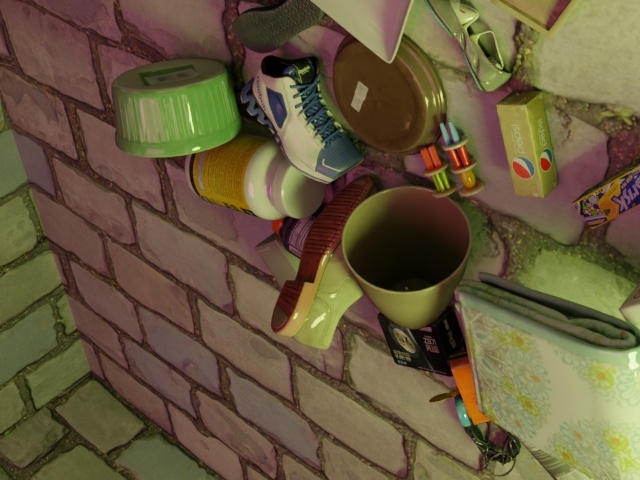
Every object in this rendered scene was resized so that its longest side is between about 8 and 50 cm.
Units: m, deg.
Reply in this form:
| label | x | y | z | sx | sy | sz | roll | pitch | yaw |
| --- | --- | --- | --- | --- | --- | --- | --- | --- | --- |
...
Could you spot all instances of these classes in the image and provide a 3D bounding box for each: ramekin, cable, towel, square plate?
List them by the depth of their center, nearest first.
| label | x | y | z | sx | sy | sz | roll | pitch | yaw |
| --- | --- | --- | --- | --- | --- | --- | --- | --- | --- |
| towel | 0.402 | 0.239 | 1.401 | 0.374 | 0.090 | 0.320 | 24 | 139 | 50 |
| square plate | 0.060 | -0.542 | 1.414 | 0.344 | 0.049 | 0.347 | 43 | 145 | 17 |
| ramekin | -0.339 | -0.319 | 1.886 | 0.303 | 0.303 | 0.148 | 19 | 127 | 39 |
| cable | 0.416 | 0.462 | 1.943 | 0.151 | 0.047 | 0.184 | -9 | 111 | 47 |

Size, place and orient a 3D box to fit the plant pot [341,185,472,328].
| label | x | y | z | sx | sy | sz | roll | pitch | yaw |
| --- | --- | --- | --- | --- | --- | --- | --- | --- | --- |
| plant pot | 0.186 | 0.067 | 1.696 | 0.256 | 0.256 | 0.274 | 32 | 157 | 26 |

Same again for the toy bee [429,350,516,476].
| label | x | y | z | sx | sy | sz | roll | pitch | yaw |
| --- | --- | --- | --- | --- | --- | --- | --- | --- | --- |
| toy bee | 0.342 | 0.358 | 1.820 | 0.195 | 0.162 | 0.298 | 1 | 113 | 3 |

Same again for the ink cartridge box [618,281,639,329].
| label | x | y | z | sx | sy | sz | roll | pitch | yaw |
| --- | --- | --- | --- | --- | --- | --- | --- | --- | --- |
| ink cartridge box | 0.640 | 0.098 | 1.202 | 0.197 | 0.198 | 0.270 | 54 | 146 | -3 |

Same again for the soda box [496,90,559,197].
| label | x | y | z | sx | sy | sz | roll | pitch | yaw |
| --- | --- | --- | --- | --- | --- | --- | --- | --- | --- |
| soda box | 0.362 | -0.167 | 1.409 | 0.061 | 0.058 | 0.181 | 10 | 129 | 45 |

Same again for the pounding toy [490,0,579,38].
| label | x | y | z | sx | sy | sz | roll | pitch | yaw |
| --- | --- | --- | --- | --- | --- | --- | --- | --- | --- |
| pounding toy | 0.329 | -0.392 | 1.225 | 0.130 | 0.100 | 0.141 | 33 | 147 | 2 |

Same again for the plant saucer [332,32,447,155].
| label | x | y | z | sx | sy | sz | roll | pitch | yaw |
| --- | --- | --- | --- | --- | --- | --- | --- | --- | --- |
| plant saucer | 0.124 | -0.286 | 1.595 | 0.278 | 0.041 | 0.277 | 31 | 142 | 28 |

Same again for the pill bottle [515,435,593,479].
| label | x | y | z | sx | sy | sz | roll | pitch | yaw |
| --- | --- | --- | --- | --- | --- | --- | --- | --- | --- |
| pill bottle | 0.484 | 0.365 | 1.648 | 0.318 | 0.176 | 0.176 | 49 | 146 | 5 |

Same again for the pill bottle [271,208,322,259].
| label | x | y | z | sx | sy | sz | roll | pitch | yaw |
| --- | --- | --- | --- | --- | --- | --- | --- | --- | --- |
| pill bottle | 0.000 | 0.000 | 1.921 | 0.246 | 0.130 | 0.130 | 33 | 142 | 26 |

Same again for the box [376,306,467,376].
| label | x | y | z | sx | sy | sz | roll | pitch | yaw |
| --- | --- | --- | --- | --- | --- | --- | --- | --- | --- |
| box | 0.240 | 0.225 | 1.893 | 0.180 | 0.077 | 0.147 | 6 | 125 | 47 |

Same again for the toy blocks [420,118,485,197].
| label | x | y | z | sx | sy | sz | roll | pitch | yaw |
| --- | --- | --- | --- | --- | --- | --- | --- | --- | --- |
| toy blocks | 0.241 | -0.159 | 1.559 | 0.123 | 0.054 | 0.148 | 0 | 121 | 49 |

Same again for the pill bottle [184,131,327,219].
| label | x | y | z | sx | sy | sz | roll | pitch | yaw |
| --- | --- | --- | --- | --- | --- | --- | --- | --- | --- |
| pill bottle | -0.151 | -0.152 | 1.899 | 0.334 | 0.188 | 0.187 | 18 | 133 | 42 |

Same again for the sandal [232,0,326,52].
| label | x | y | z | sx | sy | sz | roll | pitch | yaw |
| --- | --- | --- | --- | --- | --- | --- | --- | --- | --- |
| sandal | -0.079 | -0.456 | 1.675 | 0.255 | 0.054 | 0.097 | -7 | 123 | 41 |

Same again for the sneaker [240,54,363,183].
| label | x | y | z | sx | sy | sz | roll | pitch | yaw |
| --- | --- | --- | --- | --- | --- | --- | --- | --- | --- |
| sneaker | -0.038 | -0.279 | 1.712 | 0.315 | 0.127 | 0.182 | 46 | 148 | 12 |

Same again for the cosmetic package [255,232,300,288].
| label | x | y | z | sx | sy | sz | roll | pitch | yaw |
| --- | --- | --- | --- | --- | --- | --- | --- | --- | --- |
| cosmetic package | -0.048 | 0.079 | 2.075 | 0.238 | 0.107 | 0.127 | 54 | 149 | -8 |

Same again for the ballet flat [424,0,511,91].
| label | x | y | z | sx | sy | sz | roll | pitch | yaw |
| --- | --- | --- | --- | --- | --- | --- | --- | --- | --- |
| ballet flat | 0.253 | -0.354 | 1.372 | 0.068 | 0.072 | 0.213 | -30 | 99 | 28 |

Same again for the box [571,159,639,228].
| label | x | y | z | sx | sy | sz | roll | pitch | yaw |
| --- | --- | --- | --- | --- | --- | --- | --- | --- | --- |
| box | 0.500 | -0.083 | 1.328 | 0.059 | 0.054 | 0.169 | 52 | 147 | 1 |

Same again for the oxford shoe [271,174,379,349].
| label | x | y | z | sx | sy | sz | roll | pitch | yaw |
| --- | --- | --- | --- | --- | --- | --- | --- | --- | --- |
| oxford shoe | 0.038 | 0.048 | 1.772 | 0.147 | 0.397 | 0.140 | 30 | 176 | -23 |
